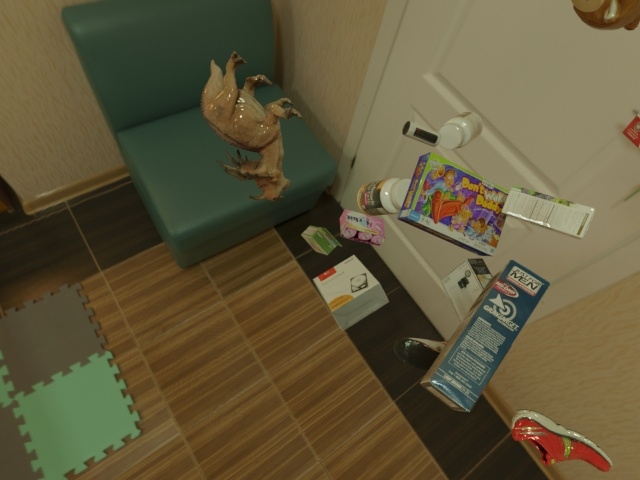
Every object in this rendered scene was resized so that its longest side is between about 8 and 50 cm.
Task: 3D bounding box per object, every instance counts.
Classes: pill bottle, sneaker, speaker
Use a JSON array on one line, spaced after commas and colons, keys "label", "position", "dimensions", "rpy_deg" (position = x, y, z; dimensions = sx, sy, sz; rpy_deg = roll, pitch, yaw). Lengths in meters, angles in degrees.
[{"label": "pill bottle", "position": [0.593, -0.466, 1.725], "dimensions": [0.131, 0.131, 0.229], "rpy_deg": [43, 45, 14]}, {"label": "sneaker", "position": [0.690, 0.605, 1.177], "dimensions": [0.279, 0.107, 0.118], "rpy_deg": [25, 69, 12]}, {"label": "speaker", "position": [0.368, -0.389, 1.473], "dimensions": [0.136, 0.055, 0.055], "rpy_deg": [16, 60, -18]}, {"label": "pill bottle", "position": [0.301, -0.196, 1.814], "dimensions": [0.162, 0.278, 0.162], "rpy_deg": [0, 90, -28]}, {"label": "sneaker", "position": [0.385, 0.369, 1.328], "dimensions": [0.270, 0.145, 0.090], "rpy_deg": [7, 92, 20]}]

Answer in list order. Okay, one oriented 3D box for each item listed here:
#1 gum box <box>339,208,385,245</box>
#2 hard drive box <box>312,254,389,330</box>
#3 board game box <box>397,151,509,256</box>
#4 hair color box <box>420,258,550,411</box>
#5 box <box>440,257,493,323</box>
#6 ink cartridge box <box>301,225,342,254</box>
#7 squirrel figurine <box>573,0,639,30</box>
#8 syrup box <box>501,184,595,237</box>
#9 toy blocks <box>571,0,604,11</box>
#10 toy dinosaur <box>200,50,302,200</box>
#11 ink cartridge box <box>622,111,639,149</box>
[{"label": "gum box", "position": [0.179, -0.051, 1.682], "dimensions": [0.188, 0.062, 0.107], "rpy_deg": [13, 46, -16]}, {"label": "hard drive box", "position": [0.096, 0.170, 1.374], "dimensions": [0.181, 0.089, 0.232], "rpy_deg": [-31, 26, -4]}, {"label": "board game box", "position": [0.459, -0.116, 1.362], "dimensions": [0.347, 0.078, 0.233], "rpy_deg": [22, 84, -14]}, {"label": "hair color box", "position": [0.384, 0.228, 0.959], "dimensions": [0.105, 0.174, 0.347], "rpy_deg": [35, 77, 17]}, {"label": "box", "position": [0.575, 0.229, 1.475], "dimensions": [0.087, 0.169, 0.290], "rpy_deg": [0, 55, -28]}, {"label": "ink cartridge box", "position": [0.000, 0.000, 1.705], "dimensions": [0.062, 0.209, 0.109], "rpy_deg": [-45, 107, -11]}, {"label": "squirrel figurine", "position": [0.824, -0.707, 0.968], "dimensions": [0.281, 0.371, 0.397], "rpy_deg": [-13, 34, -43]}, {"label": "syrup box", "position": [0.701, -0.087, 1.251], "dimensions": [0.236, 0.093, 0.096], "rpy_deg": [23, 99, 30]}, {"label": "toy blocks", "position": [0.422, -0.429, 0.610], "dimensions": [0.148, 0.054, 0.123], "rpy_deg": [-43, 59, -1]}, {"label": "toy dinosaur", "position": [-0.157, -0.225, 0.794], "dimensions": [0.295, 0.127, 0.200], "rpy_deg": [44, 104, 0]}, {"label": "ink cartridge box", "position": [0.521, -0.182, 0.569], "dimensions": [0.056, 0.135, 0.099], "rpy_deg": [11, 42, -9]}]
